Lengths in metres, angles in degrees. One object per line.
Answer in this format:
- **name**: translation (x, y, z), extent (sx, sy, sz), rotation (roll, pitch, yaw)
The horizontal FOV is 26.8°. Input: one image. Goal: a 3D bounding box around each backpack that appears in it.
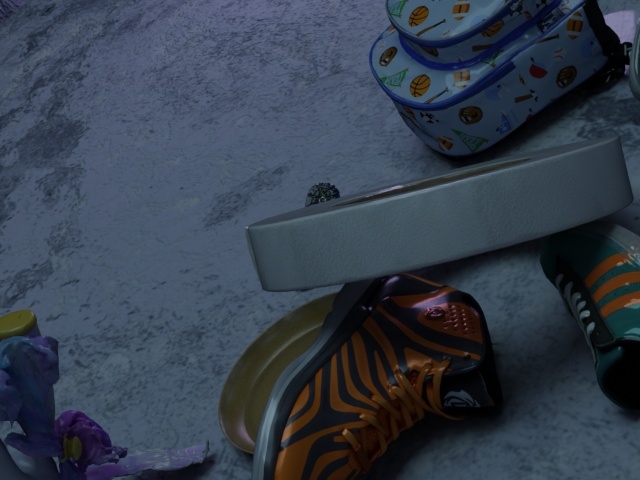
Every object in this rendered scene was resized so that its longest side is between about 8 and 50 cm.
- **backpack**: translation (0.196, -0.240, 1.659), extent (0.263, 0.213, 0.276), rotation (-45, 34, 2)

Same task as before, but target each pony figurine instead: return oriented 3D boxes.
- **pony figurine**: translation (-0.302, 0.258, 1.355), extent (0.351, 0.363, 0.303), rotation (-12, 27, 6)

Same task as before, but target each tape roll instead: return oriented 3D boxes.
- **tape roll**: translation (0.117, -0.028, 1.362), extent (0.392, 0.072, 0.392), rotation (-15, 4, 1)

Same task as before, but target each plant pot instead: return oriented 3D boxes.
- **plant pot**: translation (-0.003, 0.148, 1.462), extent (0.236, 0.032, 0.236), rotation (-25, 33, 17)

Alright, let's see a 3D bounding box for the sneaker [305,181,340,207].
- **sneaker**: translation (0.000, 0.000, 1.654), extent (0.052, 0.058, 0.135), rotation (13, 72, 21)

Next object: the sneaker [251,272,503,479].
- **sneaker**: translation (0.065, 0.155, 1.272), extent (0.180, 0.125, 0.321), rotation (9, 53, 27)

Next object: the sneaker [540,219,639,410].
- **sneaker**: translation (0.276, 0.076, 1.222), extent (0.121, 0.108, 0.302), rotation (-36, 32, -11)

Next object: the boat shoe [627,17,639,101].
- **boat shoe**: translation (0.433, -0.256, 1.553), extent (0.118, 0.103, 0.320), rotation (24, 57, 7)
